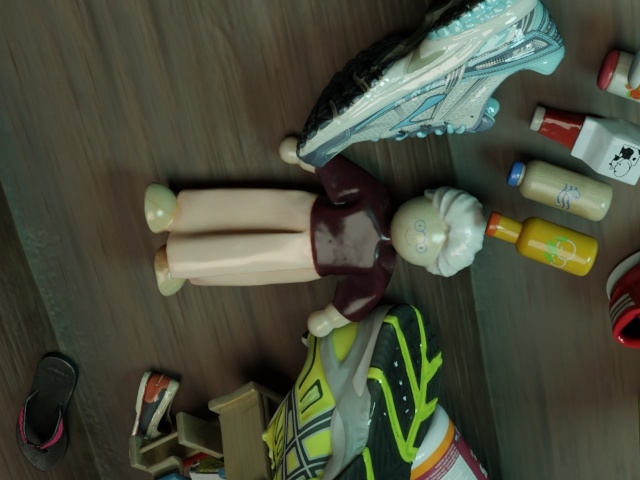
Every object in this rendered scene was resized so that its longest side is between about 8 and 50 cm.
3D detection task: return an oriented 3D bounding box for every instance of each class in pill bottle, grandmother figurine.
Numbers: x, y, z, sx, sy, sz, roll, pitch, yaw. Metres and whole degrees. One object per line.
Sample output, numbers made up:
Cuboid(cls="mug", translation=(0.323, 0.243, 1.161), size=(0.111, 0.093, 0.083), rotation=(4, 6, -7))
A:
Cuboid(cls="pill bottle", translation=(0.138, 0.295, 1.452), size=(0.121, 0.121, 0.221), rotation=(-24, 113, 25))
Cuboid(cls="grandmother figurine", translation=(0.000, 0.000, 1.317), size=(0.342, 0.104, 0.208), rotation=(-4, 114, 16))

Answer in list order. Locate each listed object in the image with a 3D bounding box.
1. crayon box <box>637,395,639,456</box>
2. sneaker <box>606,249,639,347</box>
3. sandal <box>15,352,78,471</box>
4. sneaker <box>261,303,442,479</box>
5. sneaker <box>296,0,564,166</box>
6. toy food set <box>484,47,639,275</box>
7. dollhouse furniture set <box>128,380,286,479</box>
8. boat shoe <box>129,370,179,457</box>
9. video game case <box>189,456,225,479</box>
Cuboid(cls="crayon box", translation=(0.416, 0.118, 1.233), size=(0.081, 0.202, 0.318), rotation=(27, 124, -3))
Cuboid(cls="sneaker", translation=(0.362, 0.028, 1.232), size=(0.087, 0.128, 0.221), rotation=(33, 123, -8))
Cuboid(cls="sandal", translation=(-0.334, 0.213, 1.563), size=(0.067, 0.040, 0.179), rotation=(19, 123, 1))
Cuboid(cls="sneaker", translation=(0.011, 0.245, 1.326), size=(0.147, 0.384, 0.145), rotation=(-6, 140, 39))
Cuboid(cls="sneaker", translation=(0.100, -0.133, 1.211), size=(0.283, 0.110, 0.122), rotation=(-33, 112, 28))
Cuboid(cls="toy food set", translation=(0.239, -0.092, 1.198), size=(0.104, 0.111, 0.232), rotation=(19, 126, 1))
Cuboid(cls="dollhouse furniture set", translation=(-0.101, 0.264, 1.461), size=(0.184, 0.129, 0.129), rotation=(-27, 144, 27))
Cuboid(cls="boat shoe", translation=(-0.195, 0.216, 1.529), size=(0.043, 0.049, 0.137), rotation=(15, 117, 5))
Cuboid(cls="video game case", translation=(-0.030, 0.354, 1.575), size=(0.210, 0.042, 0.232), rotation=(-6, 119, 17))
